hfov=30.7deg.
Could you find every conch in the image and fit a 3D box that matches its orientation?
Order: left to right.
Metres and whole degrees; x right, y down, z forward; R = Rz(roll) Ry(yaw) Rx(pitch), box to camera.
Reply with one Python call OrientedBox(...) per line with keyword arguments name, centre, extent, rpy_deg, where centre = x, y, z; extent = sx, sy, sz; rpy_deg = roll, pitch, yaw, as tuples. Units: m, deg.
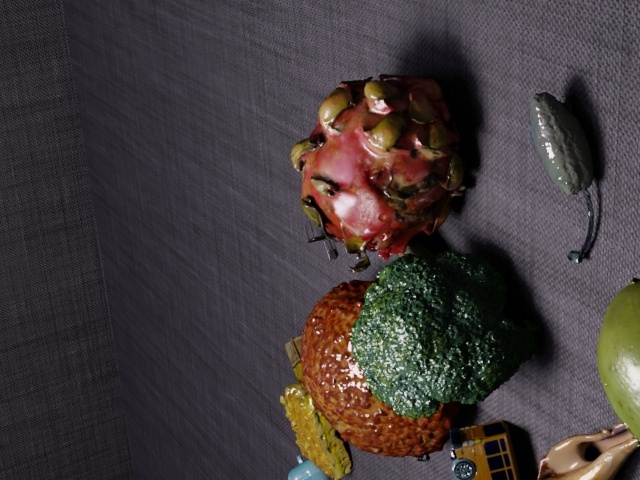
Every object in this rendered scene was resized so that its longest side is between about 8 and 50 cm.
OrientedBox(name="conch", centre=(0.388, 0.333, 1.668), extent=(0.330, 0.093, 0.109), rpy_deg=(-51, 40, 37))

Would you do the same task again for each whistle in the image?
OrientedBox(name="whistle", centre=(0.020, 0.580, 2.521), extent=(0.274, 0.093, 0.186), rpy_deg=(56, 176, 25))

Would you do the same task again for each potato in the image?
OrientedBox(name="potato", centre=(0.445, 0.170, 1.313), extent=(0.304, 0.215, 0.216), rpy_deg=(42, 142, 28))

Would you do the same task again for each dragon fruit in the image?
OrientedBox(name="dragon fruit", centre=(0.087, -0.129, 1.784), extent=(0.250, 0.269, 0.291), rpy_deg=(47, 147, 26))

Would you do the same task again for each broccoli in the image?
OrientedBox(name="broccoli", centre=(0.181, 0.146, 1.775), extent=(0.261, 0.241, 0.269), rpy_deg=(37, 100, 24))

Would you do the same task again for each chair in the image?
OrientedBox(name="chair", centre=(-0.001, 0.001, 2.267), extent=(0.037, 0.042, 0.086), rpy_deg=(-32, 76, 67))

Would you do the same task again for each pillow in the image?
OrientedBox(name="pillow", centre=(0.142, -0.004, 1.933), extent=(0.038, 0.113, 0.203), rpy_deg=(-44, 60, 18))

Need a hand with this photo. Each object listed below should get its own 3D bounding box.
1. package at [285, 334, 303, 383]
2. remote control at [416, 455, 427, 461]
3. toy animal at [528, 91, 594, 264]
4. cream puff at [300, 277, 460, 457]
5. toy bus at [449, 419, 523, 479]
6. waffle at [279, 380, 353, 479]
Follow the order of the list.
OrientedBox(name="package", centre=(-0.027, 0.265, 2.469), extent=(0.131, 0.047, 0.071), rpy_deg=(68, 155, 10))
OrientedBox(name="remote control", centre=(0.176, 0.364, 2.166), extent=(0.039, 0.014, 0.096), rpy_deg=(-18, 90, 64))
OrientedBox(name="toy animal", centre=(0.333, -0.081, 1.553), extent=(0.079, 0.070, 0.253), rpy_deg=(-79, -30, -68))
OrientedBox(name="cream puff", centre=(0.089, 0.225, 2.019), extent=(0.350, 0.228, 0.351), rpy_deg=(39, 139, 45))
OrientedBox(name="toy bus", centre=(0.277, 0.400, 1.875), extent=(0.098, 0.114, 0.201), rpy_deg=(-65, -40, -83))
OrientedBox(name="waffle", centre=(-0.019, 0.387, 2.474), extent=(0.160, 0.055, 0.211), rpy_deg=(22, 138, 59))
